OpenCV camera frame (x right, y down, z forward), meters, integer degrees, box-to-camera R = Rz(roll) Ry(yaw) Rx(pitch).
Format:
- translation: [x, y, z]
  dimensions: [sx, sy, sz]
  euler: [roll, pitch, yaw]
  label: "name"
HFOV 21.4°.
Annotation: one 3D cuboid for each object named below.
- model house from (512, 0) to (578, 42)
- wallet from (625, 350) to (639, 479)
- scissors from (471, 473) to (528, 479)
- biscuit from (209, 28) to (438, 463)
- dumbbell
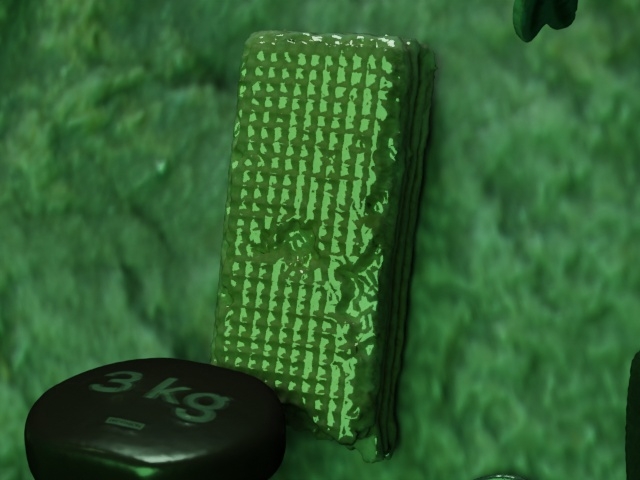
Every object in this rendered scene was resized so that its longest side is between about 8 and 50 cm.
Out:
- translation: [0.252, -0.147, 0.712]
  dimensions: [0.300, 0.323, 0.340]
  euler: [42, 135, 21]
  label: "model house"
- translation: [0.239, 0.169, 0.846]
  dimensions: [0.168, 0.052, 0.245]
  euler: [-5, 81, 25]
  label: "wallet"
- translation: [0.033, 0.258, 0.912]
  dimensions: [0.109, 0.022, 0.300]
  euler: [41, 90, 22]
  label: "scissors"
- translation: [0.000, 0.000, 0.955]
  dimensions: [0.108, 0.062, 0.239]
  euler: [6, 91, 25]
  label: "biscuit"
- translation: [-0.086, 0.185, 0.919]
  dimensions: [0.140, 0.124, 0.226]
  euler: [11, 112, 25]
  label: "dumbbell"
